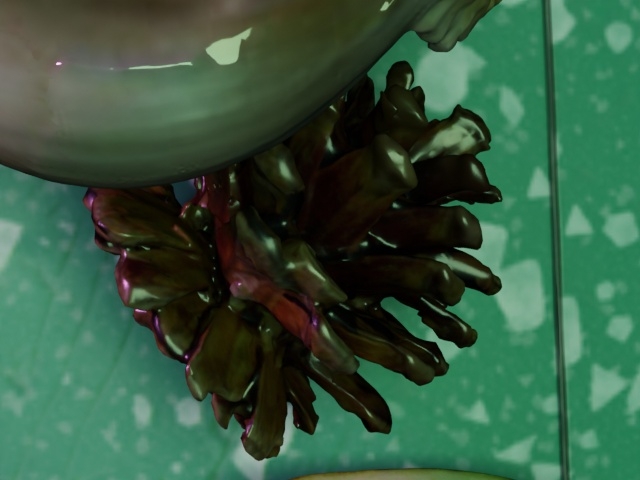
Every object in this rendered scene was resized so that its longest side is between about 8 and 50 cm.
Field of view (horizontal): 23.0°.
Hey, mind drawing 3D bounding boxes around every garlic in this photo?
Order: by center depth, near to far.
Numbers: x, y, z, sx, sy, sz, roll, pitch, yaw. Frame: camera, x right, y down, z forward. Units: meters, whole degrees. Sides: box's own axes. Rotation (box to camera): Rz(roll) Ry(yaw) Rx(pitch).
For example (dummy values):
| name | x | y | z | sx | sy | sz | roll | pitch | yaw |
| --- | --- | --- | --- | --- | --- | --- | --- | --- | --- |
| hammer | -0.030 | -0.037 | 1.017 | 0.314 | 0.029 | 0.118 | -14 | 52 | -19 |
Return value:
| name | x | y | z | sx | sy | sz | roll | pitch | yaw |
| --- | --- | --- | --- | --- | --- | --- | --- | --- | --- |
| garlic | -0.073 | -0.139 | 0.657 | 0.325 | 0.132 | 0.279 | 9 | 46 | 10 |

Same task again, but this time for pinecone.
| name | x | y | z | sx | sy | sz | roll | pitch | yaw |
| --- | --- | --- | --- | --- | --- | --- | --- | --- | --- |
| pinecone | -0.003 | 0.001 | 0.720 | 0.195 | 0.150 | 0.179 | -40 | 106 | -22 |

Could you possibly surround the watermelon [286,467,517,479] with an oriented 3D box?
| name | x | y | z | sx | sy | sz | roll | pitch | yaw |
| --- | --- | --- | --- | --- | --- | --- | --- | --- | --- |
| watermelon | 0.038 | 0.208 | 0.756 | 0.303 | 0.159 | 0.128 | 0 | 122 | -20 |
